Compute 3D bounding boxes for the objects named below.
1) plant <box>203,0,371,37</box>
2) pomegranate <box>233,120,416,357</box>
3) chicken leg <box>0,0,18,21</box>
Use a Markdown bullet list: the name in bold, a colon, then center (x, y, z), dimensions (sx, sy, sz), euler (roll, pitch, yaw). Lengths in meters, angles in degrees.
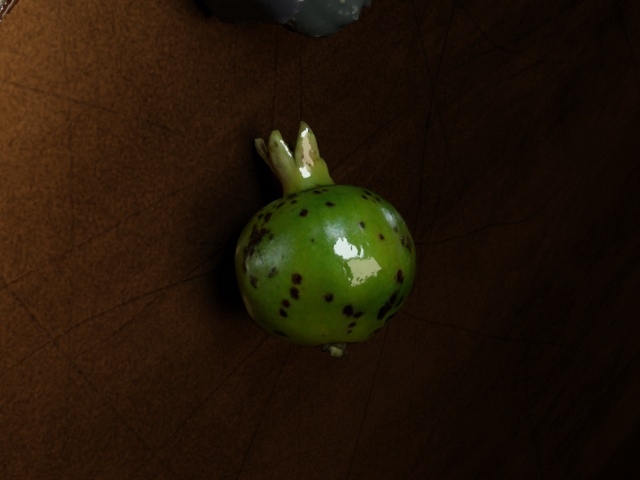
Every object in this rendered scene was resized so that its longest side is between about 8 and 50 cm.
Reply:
- **plant**: center (-0.055, -0.300, 1.007), dimensions (0.256, 0.141, 0.164), euler (35, 75, -38)
- **pomegranate**: center (0.000, 0.000, 1.134), dimensions (0.211, 0.211, 0.263), euler (-7, 85, -49)
- **chicken leg**: center (-0.272, -0.293, 0.791), dimensions (0.177, 0.083, 0.322), euler (41, 77, -34)
